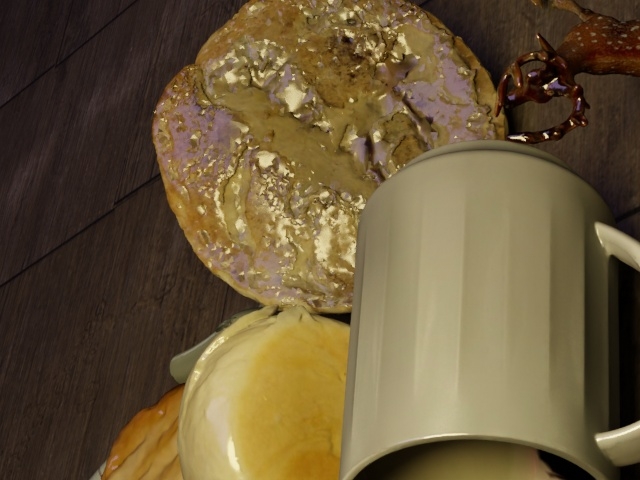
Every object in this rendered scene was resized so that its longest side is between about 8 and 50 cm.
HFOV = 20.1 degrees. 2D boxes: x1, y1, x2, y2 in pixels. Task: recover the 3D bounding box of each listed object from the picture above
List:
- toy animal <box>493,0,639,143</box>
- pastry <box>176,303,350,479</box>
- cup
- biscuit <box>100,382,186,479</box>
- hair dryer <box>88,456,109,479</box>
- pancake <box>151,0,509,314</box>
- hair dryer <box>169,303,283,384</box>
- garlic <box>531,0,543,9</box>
[{"bbox_3d":[0.272,-0.171,1.645,0.243,0.087,0.260,-8,19,5],"label":"toy animal"},{"bbox_3d":[-0.017,0.191,1.699,0.133,0.265,0.265,-42,29,55],"label":"pastry"},{"bbox_3d":[0.176,0.084,1.543,0.322,0.237,0.327,-17,46,27],"label":"cup"},{"bbox_3d":[-0.154,0.287,1.969,0.296,0.102,0.296,-40,29,28],"label":"biscuit"},{"bbox_3d":[-0.226,0.320,2.119,0.155,0.044,0.183,-50,34,15],"label":"hair dryer"},{"bbox_3d":[0.011,-0.098,1.913,0.387,0.082,0.387,-3,71,8],"label":"pancake"},{"bbox_3d":[-0.089,0.093,2.091,0.219,0.088,0.225,-33,26,31],"label":"hair dryer"},{"bbox_3d":[0.263,-0.326,1.986,0.084,0.066,0.152,19,80,33],"label":"garlic"}]
